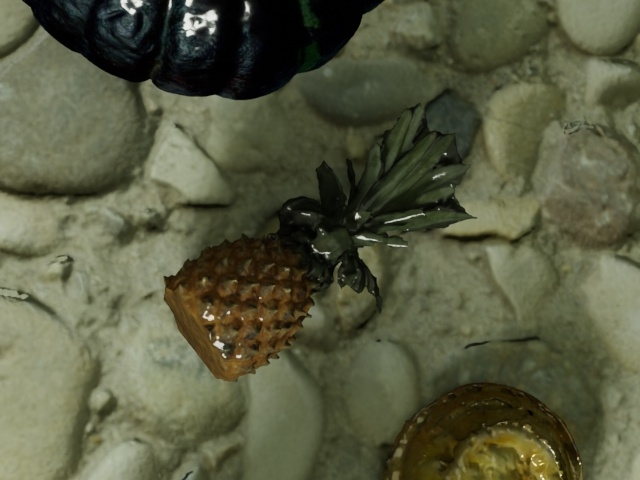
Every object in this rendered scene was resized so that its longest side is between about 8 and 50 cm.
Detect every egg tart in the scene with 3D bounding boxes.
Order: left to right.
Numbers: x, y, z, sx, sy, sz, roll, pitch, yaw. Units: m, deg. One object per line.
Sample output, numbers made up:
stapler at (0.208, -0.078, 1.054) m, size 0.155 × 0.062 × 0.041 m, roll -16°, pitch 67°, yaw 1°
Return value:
egg tart at (0.148, 0.214, 1.154) m, size 0.191 × 0.074 × 0.191 m, roll 2°, pitch 81°, yaw -14°

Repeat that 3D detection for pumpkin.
pumpkin at (-0.098, -0.295, 1.052) m, size 0.363 × 0.266 × 0.363 m, roll 1°, pitch 87°, yaw -10°

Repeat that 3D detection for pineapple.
pineapple at (0.000, 0.000, 1.125) m, size 0.277 × 0.119 × 0.130 m, roll -33°, pitch 48°, yaw -16°
